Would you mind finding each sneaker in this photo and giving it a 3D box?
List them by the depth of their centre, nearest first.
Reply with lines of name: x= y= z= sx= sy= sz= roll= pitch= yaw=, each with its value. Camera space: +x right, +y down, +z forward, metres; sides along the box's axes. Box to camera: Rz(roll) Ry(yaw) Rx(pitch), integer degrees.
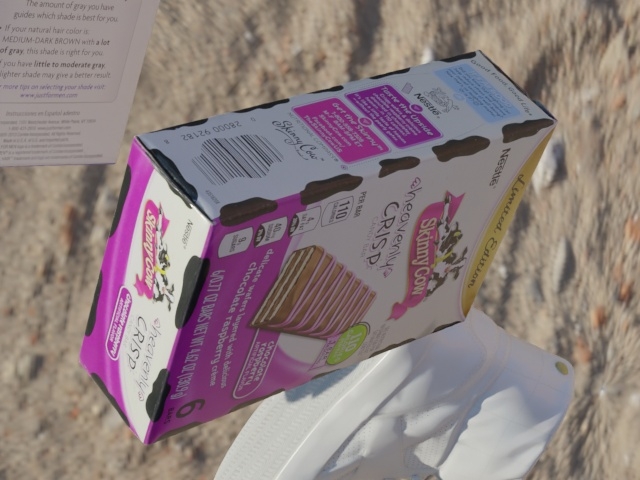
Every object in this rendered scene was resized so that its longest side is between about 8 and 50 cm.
sneaker: x=0.049 y=0.153 z=1.096 sx=0.169 sy=0.108 sz=0.292 roll=27 pitch=132 yaw=-20

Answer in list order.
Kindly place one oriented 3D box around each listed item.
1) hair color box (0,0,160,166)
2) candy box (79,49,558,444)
hair color box: x=-0.208 y=-0.227 z=1.167 sx=0.110 sy=0.185 sz=0.338 roll=34 pitch=114 yaw=34
candy box: x=0.000 y=0.000 z=0.829 sx=0.071 sy=0.233 sz=0.159 roll=47 pitch=137 yaw=29
